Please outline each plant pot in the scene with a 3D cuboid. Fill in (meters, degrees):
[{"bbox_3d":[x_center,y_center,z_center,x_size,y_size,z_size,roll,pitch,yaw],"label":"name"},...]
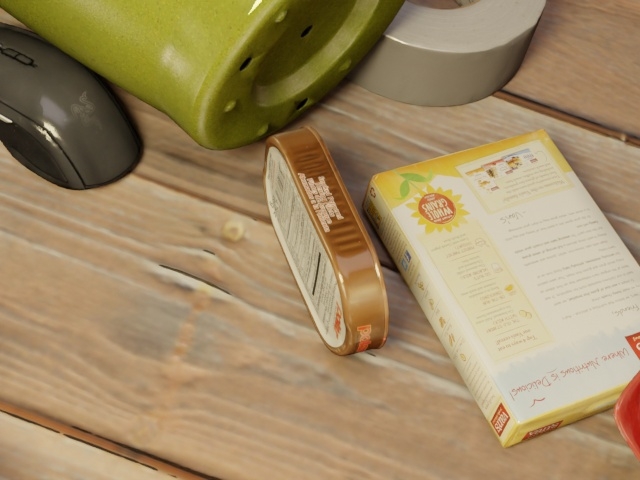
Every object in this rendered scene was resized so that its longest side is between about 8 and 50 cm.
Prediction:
[{"bbox_3d":[-0.119,-0.269,0.966,0.366,0.366,0.353,-35,75,-31],"label":"plant pot"}]

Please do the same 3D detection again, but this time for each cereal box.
[{"bbox_3d":[0.161,0.030,0.973,0.173,0.047,0.240,-15,59,-23],"label":"cereal box"}]

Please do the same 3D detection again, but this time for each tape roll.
[{"bbox_3d":[0.094,-0.227,1.135,0.219,0.072,0.219,5,52,-7],"label":"tape roll"}]

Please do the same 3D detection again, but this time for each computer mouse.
[{"bbox_3d":[-0.280,-0.122,0.986,0.262,0.060,0.184,42,56,19],"label":"computer mouse"}]

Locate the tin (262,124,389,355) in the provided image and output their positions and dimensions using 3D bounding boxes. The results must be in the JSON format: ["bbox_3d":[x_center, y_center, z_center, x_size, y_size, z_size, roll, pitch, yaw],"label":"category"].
[{"bbox_3d":[0.000,0.000,0.927,0.040,0.106,0.189,-16,58,-13],"label":"tin"}]

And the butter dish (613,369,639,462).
[{"bbox_3d":[0.314,0.129,0.866,0.160,0.118,0.160,-39,98,-33],"label":"butter dish"}]
